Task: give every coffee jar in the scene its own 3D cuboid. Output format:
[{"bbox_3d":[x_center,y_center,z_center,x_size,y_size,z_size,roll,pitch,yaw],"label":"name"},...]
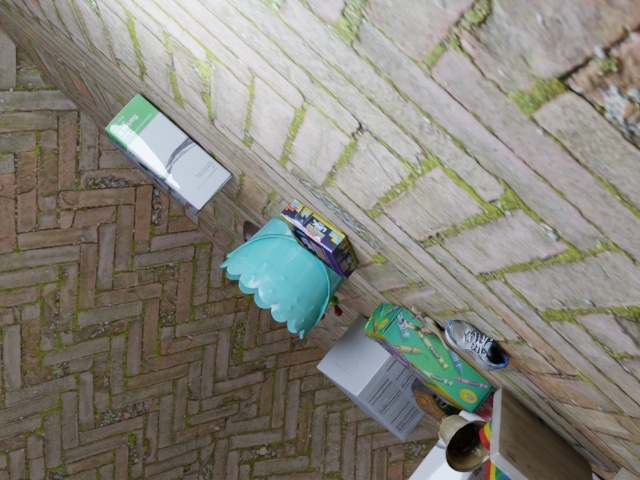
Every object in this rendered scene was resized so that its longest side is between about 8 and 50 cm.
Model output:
[{"bbox_3d":[0.313,0.413,2.202,0.079,0.096,0.184,28,163,44],"label":"coffee jar"}]

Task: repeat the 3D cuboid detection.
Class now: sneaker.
[{"bbox_3d":[0.280,0.181,1.449,0.135,0.052,0.058,36,162,-17],"label":"sneaker"}]

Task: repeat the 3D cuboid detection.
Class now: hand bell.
[{"bbox_3d":[0.275,0.400,1.849,0.126,0.126,0.242,46,177,-28],"label":"hand bell"}]

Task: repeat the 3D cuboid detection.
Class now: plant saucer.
[{"bbox_3d":[-0.123,0.060,2.463,0.311,0.050,0.310,40,170,9],"label":"plant saucer"}]

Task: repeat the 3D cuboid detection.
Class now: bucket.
[{"bbox_3d":[-0.088,0.088,2.035,0.281,0.183,0.281,39,171,8],"label":"bucket"}]

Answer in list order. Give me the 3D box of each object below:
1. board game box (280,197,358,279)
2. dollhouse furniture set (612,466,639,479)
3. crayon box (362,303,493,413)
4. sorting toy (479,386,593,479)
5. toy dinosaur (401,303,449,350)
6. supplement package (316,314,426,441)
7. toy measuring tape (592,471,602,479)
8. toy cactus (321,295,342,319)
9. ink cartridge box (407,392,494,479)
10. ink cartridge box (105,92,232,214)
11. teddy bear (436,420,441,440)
[{"bbox_3d":[0.000,0.000,1.696,0.141,0.048,0.170,38,170,23],"label":"board game box"},{"bbox_3d":[0.604,0.538,1.541,0.144,0.123,0.151,32,167,43],"label":"dollhouse furniture set"},{"bbox_3d":[0.237,0.263,1.861,0.278,0.081,0.165,42,170,-9],"label":"crayon box"},{"bbox_3d":[0.421,0.459,1.640,0.257,0.089,0.255,41,-157,-3],"label":"sorting toy"},{"bbox_3d":[0.218,0.173,1.673,0.093,0.053,0.183,26,179,-4],"label":"toy dinosaur"},{"bbox_3d":[0.172,0.385,2.317,0.262,0.198,0.199,48,168,-36],"label":"supplement package"},{"bbox_3d":[0.623,0.592,1.753,0.330,0.121,0.121,34,168,37],"label":"toy measuring tape"},{"bbox_3d":[-0.022,0.120,2.258,0.219,0.112,0.180,28,146,62],"label":"toy cactus"},{"bbox_3d":[0.351,0.508,1.915,0.117,0.283,0.207,34,168,36],"label":"ink cartridge box"},{"bbox_3d":[-0.366,-0.200,1.995,0.289,0.121,0.211,41,171,-7],"label":"ink cartridge box"},{"bbox_3d":[0.440,0.586,2.281,0.338,0.113,0.245,35,-160,19],"label":"teddy bear"}]
